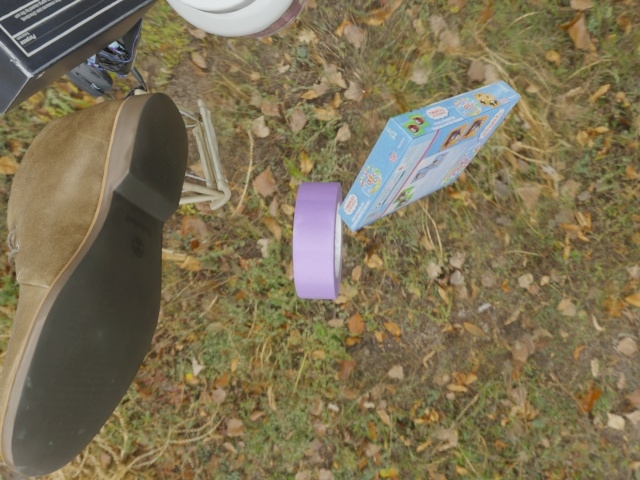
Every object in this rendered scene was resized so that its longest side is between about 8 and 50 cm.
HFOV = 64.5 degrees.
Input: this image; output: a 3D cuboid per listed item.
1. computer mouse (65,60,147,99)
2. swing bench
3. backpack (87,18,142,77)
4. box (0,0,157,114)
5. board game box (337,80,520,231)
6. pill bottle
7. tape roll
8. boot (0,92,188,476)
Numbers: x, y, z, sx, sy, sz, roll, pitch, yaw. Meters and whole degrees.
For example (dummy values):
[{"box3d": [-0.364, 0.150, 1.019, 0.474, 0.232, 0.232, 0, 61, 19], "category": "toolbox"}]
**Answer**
[{"box3d": [-0.614, -0.466, 1.411, 0.184, 0.060, 0.262, -20, 128, 19], "category": "computer mouse"}, {"box3d": [-0.361, -0.225, 1.315, 0.165, 0.255, 0.253, -29, 72, 43], "category": "swing bench"}, {"box3d": [-0.531, -0.495, 1.220, 0.173, 0.117, 0.158, 14, 73, -19], "category": "backpack"}, {"box3d": [-0.463, -0.407, 0.768, 0.183, 0.296, 0.294, -13, 123, 47], "category": "box"}, {"box3d": [0.133, -0.104, 0.622, 0.039, 0.211, 0.160, 52, 143, 18], "category": "board game box"}, {"box3d": [-0.097, -0.325, 0.588, 0.169, 0.301, 0.169, 1, 112, 1], "category": "pill bottle"}, {"box3d": [0.000, 0.000, 1.195, 0.090, 0.275, 0.274, 1, 106, 7], "category": "tape roll"}, {"box3d": [-0.198, 0.019, 0.407, 0.115, 0.112, 0.305, 1, 65, 13], "category": "boot"}]
